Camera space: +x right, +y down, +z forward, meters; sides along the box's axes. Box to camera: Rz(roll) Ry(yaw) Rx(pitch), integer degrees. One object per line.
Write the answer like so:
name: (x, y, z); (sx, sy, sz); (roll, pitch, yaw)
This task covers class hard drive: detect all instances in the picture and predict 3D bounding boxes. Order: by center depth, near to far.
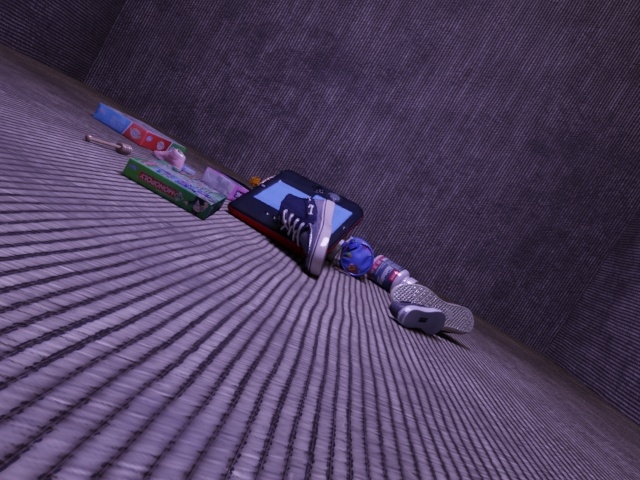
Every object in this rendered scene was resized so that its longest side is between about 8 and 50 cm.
hard drive: (-0.380, -0.236, 2.135); (0.172, 0.054, 0.255); (28, 6, -30)

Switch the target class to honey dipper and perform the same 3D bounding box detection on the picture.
honey dipper: (-0.583, -0.266, 1.366); (0.030, 0.030, 0.161); (32, 6, 16)

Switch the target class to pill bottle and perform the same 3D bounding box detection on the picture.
pill bottle: (0.276, 0.143, 1.892); (0.180, 0.108, 0.108); (32, 5, 28)

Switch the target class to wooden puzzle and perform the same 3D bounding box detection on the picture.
wooden puzzle: (0.071, 0.102, 1.666); (0.083, 0.006, 0.049); (26, 6, -42)

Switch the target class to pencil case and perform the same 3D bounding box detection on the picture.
pencil case: (0.134, 0.052, 1.846); (0.306, 0.119, 0.133); (-43, 111, -85)

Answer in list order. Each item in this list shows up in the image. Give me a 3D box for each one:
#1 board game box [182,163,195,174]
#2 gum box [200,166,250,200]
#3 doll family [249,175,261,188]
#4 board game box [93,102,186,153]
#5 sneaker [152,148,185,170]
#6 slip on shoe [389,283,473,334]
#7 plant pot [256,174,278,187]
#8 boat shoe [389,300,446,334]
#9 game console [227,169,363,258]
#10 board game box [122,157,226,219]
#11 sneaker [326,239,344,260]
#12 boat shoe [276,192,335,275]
board game box: (-0.541, -0.290, 1.913); (0.090, 0.020, 0.090); (34, 4, 36)
gum box: (-0.355, -0.203, 1.898); (0.188, 0.062, 0.107); (33, 6, 33)
doll family: (-0.198, -0.192, 1.967); (0.263, 0.118, 0.163); (6, -20, 38)
board game box: (-0.732, -0.440, 2.042); (0.242, 0.064, 0.316); (32, 5, 11)
sneaker: (-0.546, -0.311, 1.809); (0.134, 0.070, 0.051); (31, 7, 19)
slip on shoe: (0.336, 0.223, 1.552); (0.331, 0.123, 0.101); (22, -24, -30)
plant pot: (-0.126, -0.116, 1.793); (0.237, 0.237, 0.109); (31, -34, 8)
boat shoe: (0.270, 0.211, 1.395); (0.229, 0.080, 0.076); (15, 16, -45)
game console: (-0.063, -0.099, 1.616); (0.342, 0.060, 0.386); (33, 34, 11)
board game box: (-0.364, -0.140, 1.298); (0.214, 0.046, 0.317); (29, 5, -7)
sneaker: (0.001, -0.002, 1.844); (0.163, 0.086, 0.226); (32, 5, 4)
boat shoe: (-0.053, -0.024, 1.384); (0.158, 0.127, 0.340); (13, 26, -2)
